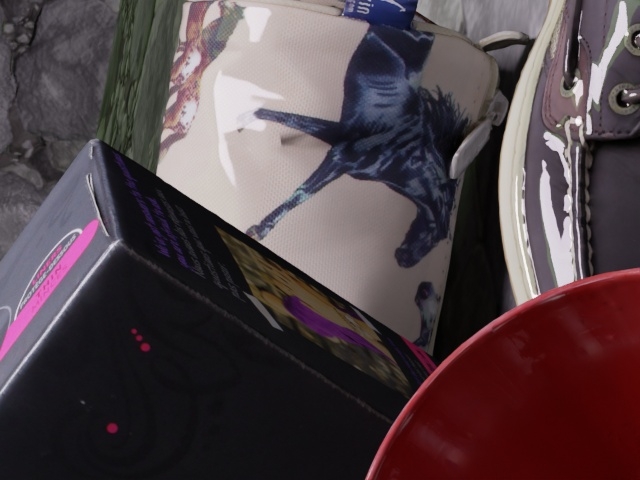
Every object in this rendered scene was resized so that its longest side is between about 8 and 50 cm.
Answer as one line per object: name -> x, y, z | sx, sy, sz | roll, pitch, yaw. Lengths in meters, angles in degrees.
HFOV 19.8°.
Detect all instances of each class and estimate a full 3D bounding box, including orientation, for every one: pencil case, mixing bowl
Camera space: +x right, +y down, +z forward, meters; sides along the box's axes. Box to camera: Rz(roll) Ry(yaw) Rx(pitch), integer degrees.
pencil case -> -0.008, 0.067, 0.973 | 0.160, 0.184, 0.410 | 11, -94, -70
mixing bowl -> 0.110, 0.109, 0.588 | 0.181, 0.098, 0.181 | -20, 50, 26

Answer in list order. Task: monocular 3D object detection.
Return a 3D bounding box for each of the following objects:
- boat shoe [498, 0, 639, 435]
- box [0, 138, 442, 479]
boat shoe -> 0.133, -0.070, 0.687 | 0.092, 0.103, 0.285 | 120, 162, -67
box -> -0.029, 0.108, 0.782 | 0.165, 0.270, 0.143 | -53, 19, 10
